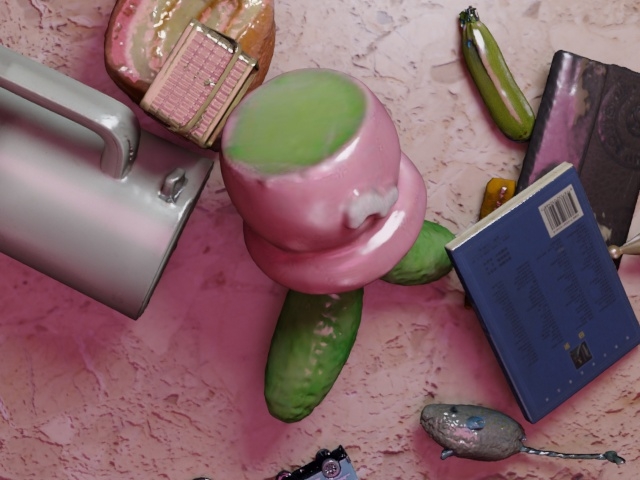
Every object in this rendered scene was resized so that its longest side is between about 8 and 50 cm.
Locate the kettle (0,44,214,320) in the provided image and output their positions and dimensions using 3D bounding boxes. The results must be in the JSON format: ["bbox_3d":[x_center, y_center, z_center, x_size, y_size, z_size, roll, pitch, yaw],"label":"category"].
[{"bbox_3d":[-0.300,-0.069,1.351,0.318,0.265,0.205,27,87,-4],"label":"kettle"}]

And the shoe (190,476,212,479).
[{"bbox_3d":[-0.138,0.373,1.494,0.062,0.053,0.160,-11,91,-8],"label":"shoe"}]

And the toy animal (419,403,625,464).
[{"bbox_3d":[0.243,0.253,1.507,0.252,0.079,0.070,14,113,-4],"label":"toy animal"}]

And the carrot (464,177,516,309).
[{"bbox_3d":[0.211,0.006,1.510,0.042,0.042,0.171,12,92,-6],"label":"carrot"}]

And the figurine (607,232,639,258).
[{"bbox_3d":[0.544,-0.039,1.482,0.386,0.166,0.207,-28,76,5],"label":"figurine"}]

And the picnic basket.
[{"bbox_3d":[-0.127,-0.163,1.290,0.079,0.164,0.115,33,90,-4],"label":"picnic basket"}]

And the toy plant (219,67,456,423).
[{"bbox_3d":[0.001,-0.002,1.359,0.210,0.356,0.317,34,68,31],"label":"toy plant"}]

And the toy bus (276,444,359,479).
[{"bbox_3d":[-0.010,0.314,1.498,0.122,0.060,0.075,-28,99,-5],"label":"toy bus"}]

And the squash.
[{"bbox_3d":[0.215,-0.202,1.494,0.052,0.052,0.183,-26,96,-3],"label":"squash"}]

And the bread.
[{"bbox_3d":[-0.144,-0.248,1.424,0.190,0.123,0.244,25,89,-5],"label":"bread"}]

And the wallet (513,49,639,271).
[{"bbox_3d":[0.324,-0.062,1.501,0.170,0.044,0.321,14,92,-21],"label":"wallet"}]

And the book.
[{"bbox_3d":[0.276,0.066,1.466,0.190,0.025,0.269,-34,115,-14],"label":"book"}]
